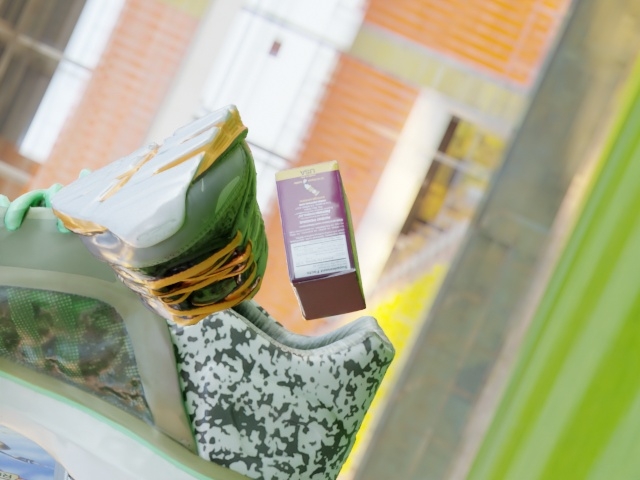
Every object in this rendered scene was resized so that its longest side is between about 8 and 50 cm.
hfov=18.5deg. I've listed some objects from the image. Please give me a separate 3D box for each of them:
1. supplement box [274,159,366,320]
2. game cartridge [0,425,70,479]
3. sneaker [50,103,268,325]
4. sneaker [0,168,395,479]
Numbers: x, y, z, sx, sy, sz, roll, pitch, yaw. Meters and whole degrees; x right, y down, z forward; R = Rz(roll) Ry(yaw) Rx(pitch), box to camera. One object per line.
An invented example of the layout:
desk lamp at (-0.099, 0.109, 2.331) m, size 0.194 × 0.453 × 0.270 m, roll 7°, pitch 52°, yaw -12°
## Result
supplement box at (0.000, 0.000, 1.242) m, size 0.055 × 0.043 × 0.083 m, roll 74°, pitch -174°, yaw -60°
game cartridge at (-0.244, 0.141, 1.268) m, size 0.198 × 0.297 × 0.062 m, roll -114°, pitch 39°, yaw -75°
sneaker at (-0.056, -0.004, 0.830) m, size 0.084 × 0.083 × 0.215 m, roll -24°, pitch 2°, yaw 2°
sneaker at (-0.134, 0.016, 1.085) m, size 0.182 × 0.410 × 0.158 m, roll -58°, pitch 3°, yaw 10°
